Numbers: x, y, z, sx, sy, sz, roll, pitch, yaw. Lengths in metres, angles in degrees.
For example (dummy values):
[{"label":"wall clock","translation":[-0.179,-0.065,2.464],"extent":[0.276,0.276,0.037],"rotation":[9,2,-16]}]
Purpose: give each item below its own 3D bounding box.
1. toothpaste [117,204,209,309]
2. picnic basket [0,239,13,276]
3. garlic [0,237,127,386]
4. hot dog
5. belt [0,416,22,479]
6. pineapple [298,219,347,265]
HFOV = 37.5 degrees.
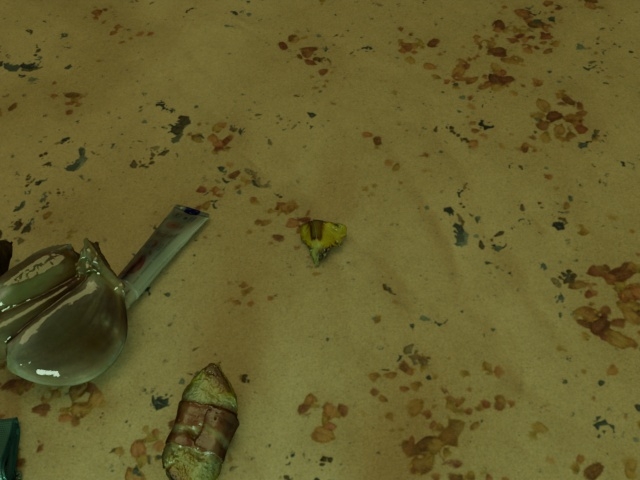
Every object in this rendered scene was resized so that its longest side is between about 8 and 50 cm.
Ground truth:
[{"label":"toothpaste","translation":[-0.370,0.032,2.104],"extent":[0.100,0.066,0.323],"rotation":[15,49,24]},{"label":"picnic basket","translation":[-0.804,0.141,1.952],"extent":[0.292,0.337,0.337],"rotation":[6,51,2]},{"label":"garlic","translation":[-0.528,0.161,1.909],"extent":[0.325,0.132,0.279],"rotation":[-42,89,-14]},{"label":"hot dog","translation":[-0.225,0.364,1.788],"extent":[0.123,0.093,0.262],"rotation":[18,69,9]},{"label":"belt","translation":[-0.605,0.419,1.805],"extent":[0.065,0.100,0.179],"rotation":[-9,35,0]},{"label":"pineapple","translation":[0.000,0.000,2.086],"extent":[0.114,0.077,0.114],"rotation":[-1,63,11]}]
